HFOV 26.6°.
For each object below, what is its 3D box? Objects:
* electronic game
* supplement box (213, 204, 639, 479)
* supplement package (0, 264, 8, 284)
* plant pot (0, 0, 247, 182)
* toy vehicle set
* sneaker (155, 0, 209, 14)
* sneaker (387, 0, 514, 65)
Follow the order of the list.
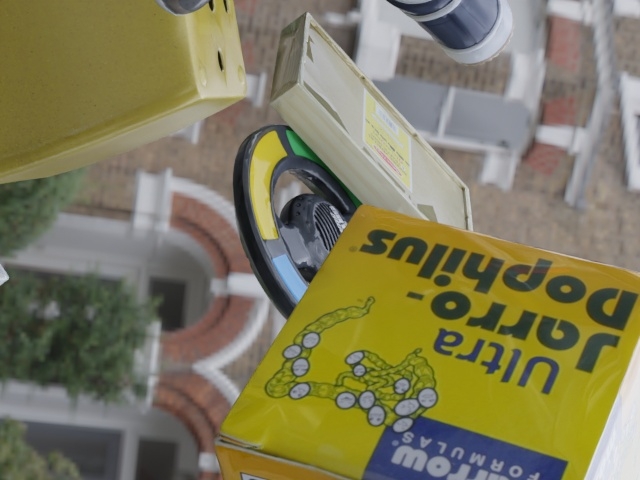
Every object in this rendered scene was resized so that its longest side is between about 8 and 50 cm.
[{"bbox_3d":[0.000,0.000,1.218,0.048,0.229,0.229,-28,-134,27],"label":"electronic game"},{"bbox_3d":[0.087,0.184,0.851,0.357,0.194,0.195,82,31,-45],"label":"supplement box"},{"bbox_3d":[-0.382,0.037,0.987,0.203,0.149,0.194,-36,177,14],"label":"supplement package"},{"bbox_3d":[-0.167,-0.157,0.979,0.212,0.187,0.212,-31,113,-78],"label":"plant pot"},{"bbox_3d":[0.056,-0.089,1.332,0.035,0.267,0.166,-35,-156,22],"label":"toy vehicle set"},{"bbox_3d":[-0.030,-0.169,0.683,0.065,0.061,0.158,49,-64,23],"label":"sneaker"},{"bbox_3d":[0.066,-0.290,1.272,0.099,0.153,0.282,-44,-130,12],"label":"sneaker"}]
